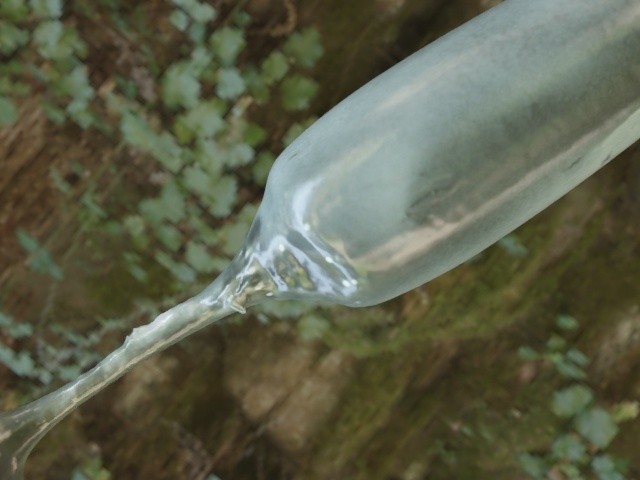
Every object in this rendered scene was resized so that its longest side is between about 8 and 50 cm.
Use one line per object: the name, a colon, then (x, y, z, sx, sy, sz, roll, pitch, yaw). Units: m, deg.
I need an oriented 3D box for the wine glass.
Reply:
wine glass: (0.000, 0.000, 0.427, 0.074, 0.262, 0.074, 56, -176, -6)
